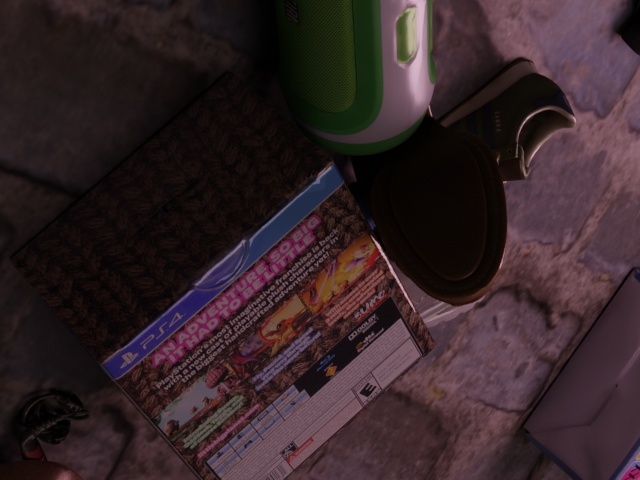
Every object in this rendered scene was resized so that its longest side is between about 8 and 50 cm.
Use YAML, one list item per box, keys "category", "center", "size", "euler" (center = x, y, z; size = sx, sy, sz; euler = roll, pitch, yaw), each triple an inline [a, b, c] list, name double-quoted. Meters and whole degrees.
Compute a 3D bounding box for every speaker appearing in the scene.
- category: "speaker"
  center: [0.023, -0.197, 1.334]
  size: [0.131, 0.131, 0.296]
  euler: [-34, 148, -20]

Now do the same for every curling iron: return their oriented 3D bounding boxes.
- category: "curling iron"
  center: [-0.230, 0.224, 1.622]
  size: [0.068, 0.035, 0.274]
  euler: [-31, 147, -24]

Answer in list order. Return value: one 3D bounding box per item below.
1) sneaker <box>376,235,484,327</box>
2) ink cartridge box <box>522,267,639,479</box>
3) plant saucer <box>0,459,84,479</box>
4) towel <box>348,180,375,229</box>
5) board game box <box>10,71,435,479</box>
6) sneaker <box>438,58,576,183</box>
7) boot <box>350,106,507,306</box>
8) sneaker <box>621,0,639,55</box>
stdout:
- category: "sneaker"
  center: [0.032, 0.048, 1.705]
  size: [0.281, 0.105, 0.115]
  euler: [-31, 126, -29]
- category: "ink cartridge box"
  center: [0.477, 0.180, 2.350]
  size: [0.395, 0.151, 0.270]
  euler: [1, 126, -54]
- category: "plant saucer"
  center: [-0.277, 0.254, 1.566]
  size: [0.168, 0.029, 0.168]
  euler: [-19, 144, -15]
- category: "towel"
  center: [0.000, 0.000, 1.645]
  size: [0.119, 0.029, 0.067]
  euler: [-40, 150, -11]
- category: "board game box"
  center: [-0.069, 0.053, 1.475]
  size: [0.232, 0.141, 0.291]
  euler: [-41, 143, -8]
- category: "sneaker"
  center: [0.154, -0.082, 1.681]
  size: [0.192, 0.086, 0.064]
  euler: [-41, 150, -7]
- category: "boot"
  center: [0.090, -0.005, 1.508]
  size: [0.109, 0.283, 0.220]
  euler: [-24, 139, -7]
- category: "sneaker"
  center: [0.360, -0.218, 1.809]
  size: [0.170, 0.051, 0.089]
  euler: [9, 125, -51]
